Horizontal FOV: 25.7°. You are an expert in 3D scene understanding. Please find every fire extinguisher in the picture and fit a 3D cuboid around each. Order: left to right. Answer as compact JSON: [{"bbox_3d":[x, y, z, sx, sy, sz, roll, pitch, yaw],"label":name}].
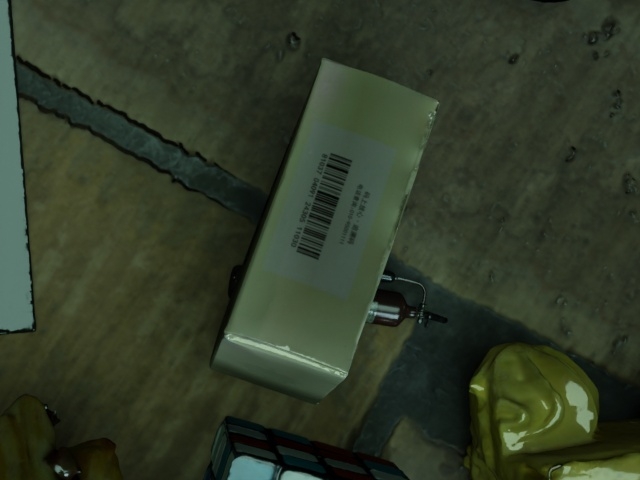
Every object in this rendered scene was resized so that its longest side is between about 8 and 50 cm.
[{"bbox_3d":[0.014,0.039,1.121,0.173,0.035,0.049,10,53,-8],"label":"fire extinguisher"}]

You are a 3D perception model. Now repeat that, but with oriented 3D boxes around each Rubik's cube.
[{"bbox_3d":[-0.022,0.235,1.060,0.151,0.155,0.154,17,90,-9],"label":"Rubik's cube"}]

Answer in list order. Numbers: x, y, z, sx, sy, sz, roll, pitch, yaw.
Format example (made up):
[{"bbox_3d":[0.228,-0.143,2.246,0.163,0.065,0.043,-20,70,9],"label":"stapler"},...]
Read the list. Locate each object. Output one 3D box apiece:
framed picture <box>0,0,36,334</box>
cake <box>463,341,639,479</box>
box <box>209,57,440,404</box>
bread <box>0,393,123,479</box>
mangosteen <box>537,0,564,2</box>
[{"bbox_3d":[-0.358,-0.087,1.069,0.256,0.014,0.338,-4,94,-8],"label":"framed picture"},{"bbox_3d":[0.234,0.216,1.062,0.228,0.222,0.285,-4,93,-9],"label":"cake"},{"bbox_3d":[0.000,0.000,1.019,0.095,0.168,0.212,20,75,-5],"label":"box"},{"bbox_3d":[-0.206,0.332,0.941,0.192,0.370,0.314,21,130,-39],"label":"bread"},{"bbox_3d":[0.190,-0.257,1.090,0.151,0.137,0.137,-28,97,-39],"label":"mangosteen"}]
